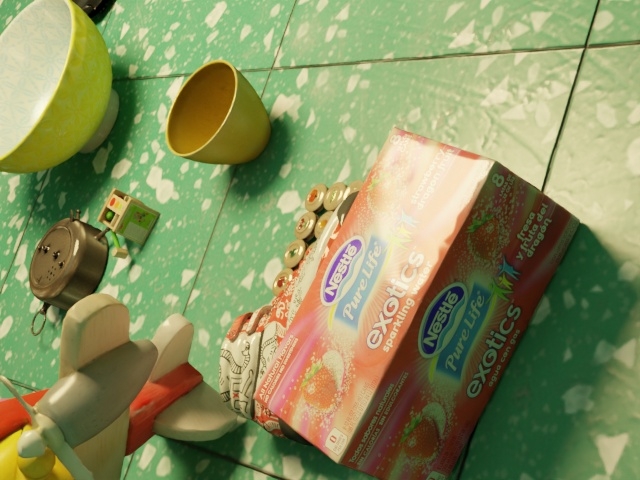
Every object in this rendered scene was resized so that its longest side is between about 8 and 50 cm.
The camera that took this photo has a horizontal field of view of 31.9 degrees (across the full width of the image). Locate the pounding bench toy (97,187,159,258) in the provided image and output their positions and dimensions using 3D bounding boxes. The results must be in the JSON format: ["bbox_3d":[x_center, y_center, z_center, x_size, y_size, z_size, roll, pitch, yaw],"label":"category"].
[{"bbox_3d":[-0.277,-0.021,1.562,0.065,0.052,0.083,27,89,50],"label":"pounding bench toy"}]

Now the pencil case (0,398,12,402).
[{"bbox_3d":[-0.388,0.291,1.476,0.095,0.098,0.209,-23,32,-24],"label":"pencil case"}]

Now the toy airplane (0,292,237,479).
[{"bbox_3d":[-0.254,0.244,1.179,0.384,0.386,0.272,-42,55,7],"label":"toy airplane"}]

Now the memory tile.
[{"bbox_3d":[0.000,0.000,1.277,0.113,0.012,0.148,2,67,51],"label":"memory tile"}]

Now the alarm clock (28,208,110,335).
[{"bbox_3d":[-0.379,0.050,1.626,0.129,0.064,0.192,23,89,50],"label":"alarm clock"}]

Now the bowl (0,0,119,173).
[{"bbox_3d":[-0.408,-0.217,1.731,0.289,0.156,0.290,-24,52,36],"label":"bowl"}]

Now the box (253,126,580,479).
[{"bbox_3d":[0.088,0.065,1.055,0.154,0.142,0.300,28,90,51],"label":"box"}]

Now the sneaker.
[{"bbox_3d":[-0.027,0.070,1.186,0.145,0.090,0.270,11,86,43],"label":"sneaker"}]

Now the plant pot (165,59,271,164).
[{"bbox_3d":[-0.119,-0.150,1.433,0.134,0.095,0.134,-25,52,36],"label":"plant pot"}]

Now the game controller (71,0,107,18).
[{"bbox_3d":[-0.432,-0.488,2.000,0.166,0.067,0.319,-49,40,-7],"label":"game controller"}]
